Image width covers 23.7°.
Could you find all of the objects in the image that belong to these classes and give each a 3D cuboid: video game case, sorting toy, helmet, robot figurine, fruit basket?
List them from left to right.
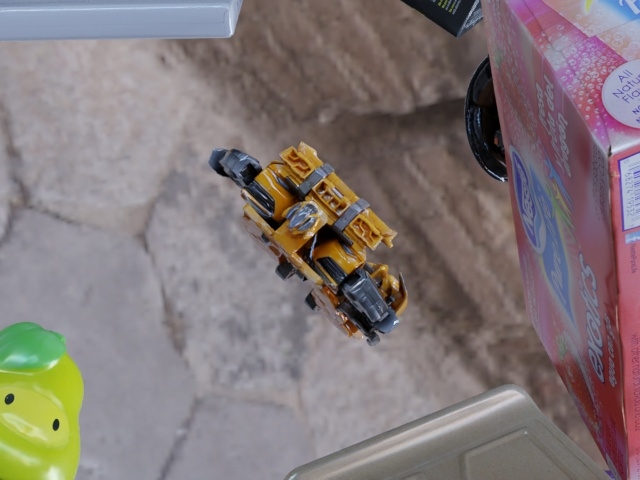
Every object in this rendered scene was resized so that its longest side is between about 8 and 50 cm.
[{"bbox_3d":[-0.349,0.274,1.516,0.283,0.392,0.392,-113,179,-66],"label":"fruit basket"},{"bbox_3d":[-0.239,-0.250,1.509,0.300,0.329,0.036,-87,175,-67],"label":"video game case"},{"bbox_3d":[0.000,0.000,1.317,0.211,0.085,0.291,45,-6,9],"label":"robot figurine"},{"bbox_3d":[0.073,0.221,0.989,0.307,0.229,0.041,-18,134,-25],"label":"sorting toy"},{"bbox_3d":[0.250,-0.131,1.610,0.161,0.169,0.169,4,77,-39],"label":"helmet"}]

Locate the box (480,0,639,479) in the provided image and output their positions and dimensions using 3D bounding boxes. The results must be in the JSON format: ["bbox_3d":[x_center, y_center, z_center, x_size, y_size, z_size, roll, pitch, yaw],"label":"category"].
[{"bbox_3d":[0.184,-0.019,0.744,0.300,0.154,0.142,71,-4,-51],"label":"box"}]

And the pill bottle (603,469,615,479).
[{"bbox_3d":[0.281,0.293,1.338,0.181,0.323,0.181,1,90,-79],"label":"pill bottle"}]

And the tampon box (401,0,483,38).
[{"bbox_3d":[0.096,-0.273,1.325,0.161,0.101,0.120,35,36,11],"label":"tampon box"}]
